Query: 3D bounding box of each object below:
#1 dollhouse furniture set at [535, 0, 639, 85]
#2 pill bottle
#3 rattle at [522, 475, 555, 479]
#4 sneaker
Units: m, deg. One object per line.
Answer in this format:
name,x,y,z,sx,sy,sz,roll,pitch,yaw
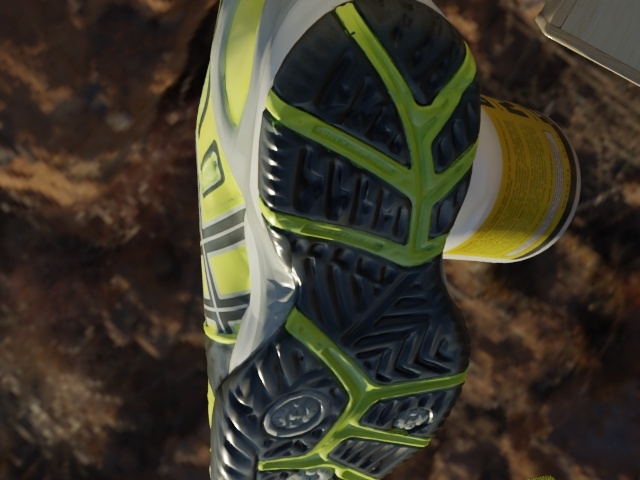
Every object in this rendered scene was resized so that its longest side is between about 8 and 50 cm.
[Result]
dollhouse furniture set,0.223,-0.202,1.002,0.303,0.355,0.174,28,106,-6
pill bottle,0.088,-0.046,1.102,0.119,0.208,0.119,-1,87,30
rattle,0.172,0.273,1.138,0.199,0.130,0.143,44,138,3
sneaker,0.000,0.000,0.883,0.147,0.145,0.385,-117,28,-43
